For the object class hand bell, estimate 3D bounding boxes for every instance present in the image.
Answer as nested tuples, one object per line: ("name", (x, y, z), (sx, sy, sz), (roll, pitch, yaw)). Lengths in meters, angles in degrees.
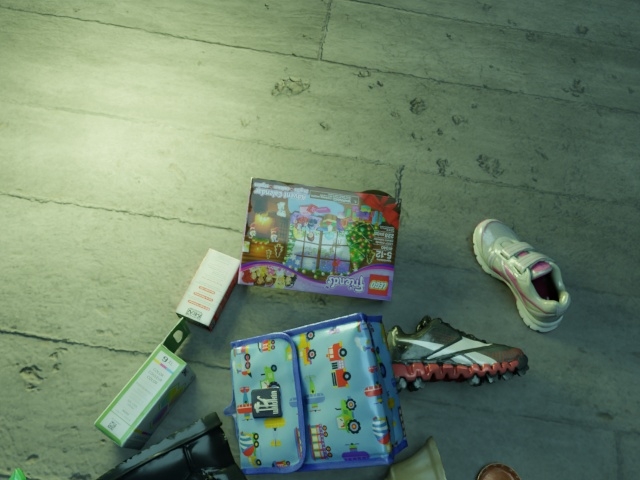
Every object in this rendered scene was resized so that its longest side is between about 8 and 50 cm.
("hand bell", (0.082, 0.411, 0.810), (0.242, 0.126, 0.126), (-13, 66, 2))

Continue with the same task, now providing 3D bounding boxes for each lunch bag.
("lunch bag", (-0.028, 0.259, 0.832), (0.293, 0.138, 0.221), (-15, 75, 18))

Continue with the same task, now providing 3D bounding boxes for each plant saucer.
("plant saucer", (0.308, 0.428, 0.854), (0.083, 0.013, 0.083), (1, 65, -3))

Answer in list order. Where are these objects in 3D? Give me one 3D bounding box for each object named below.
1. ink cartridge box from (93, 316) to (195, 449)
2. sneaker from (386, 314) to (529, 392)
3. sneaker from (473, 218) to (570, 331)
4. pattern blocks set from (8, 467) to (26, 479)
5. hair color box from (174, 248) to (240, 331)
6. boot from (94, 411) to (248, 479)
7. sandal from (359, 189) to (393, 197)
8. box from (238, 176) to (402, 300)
("ink cartridge box", (-0.271, 0.243, 0.840), (0.062, 0.109, 0.209), (32, 66, 10))
("sneaker", (0.241, 0.200, 0.908), (0.276, 0.097, 0.135), (-2, 68, -4))
("sneaker", (0.407, 0.052, 0.983), (0.103, 0.111, 0.252), (-29, 70, -16))
("pattern blocks set", (-0.621, 0.462, 0.756), (0.325, 0.026, 0.285), (-16, 68, -12))
("hair color box", (-0.211, 0.094, 0.951), (0.072, 0.043, 0.141), (22, 64, 6))
("boot", (-0.223, 0.418, 0.770), (0.246, 0.094, 0.207), (-27, 74, -10))
("sandal", (0.057, -0.028, 1.023), (0.219, 0.060, 0.090), (-38, 93, -4))
("box", (0.000, 0.000, 0.952), (0.293, 0.057, 0.201), (7, 87, -8))
